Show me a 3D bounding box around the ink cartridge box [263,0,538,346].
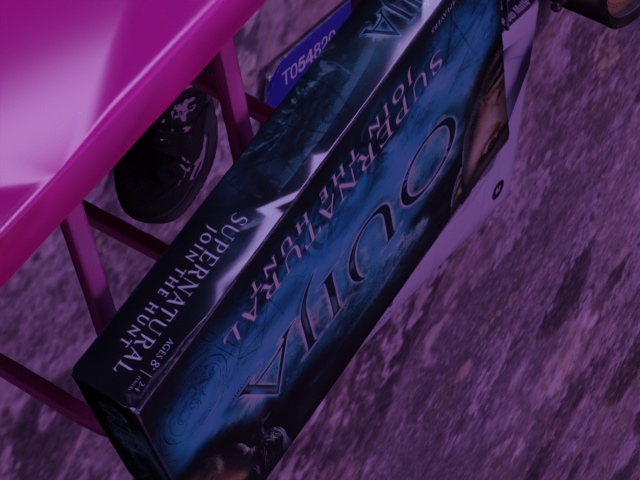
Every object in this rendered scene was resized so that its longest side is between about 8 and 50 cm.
[{"bbox_3d":[0.048,-0.057,1.078,0.223,0.045,0.224,-44,149,-35],"label":"ink cartridge box"}]

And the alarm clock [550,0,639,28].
[{"bbox_3d":[0.198,-0.206,1.199,0.192,0.064,0.129,-15,128,-56],"label":"alarm clock"}]

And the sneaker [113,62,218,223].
[{"bbox_3d":[-0.073,-0.089,0.806,0.089,0.051,0.170,-2,112,-63],"label":"sneaker"}]

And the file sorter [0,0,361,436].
[{"bbox_3d":[-0.098,-0.064,0.602,0.290,0.202,0.182,-50,156,-25],"label":"file sorter"}]

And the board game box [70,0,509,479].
[{"bbox_3d":[0.000,0.000,0.592,0.186,0.026,0.126,-53,158,-18],"label":"board game box"}]
